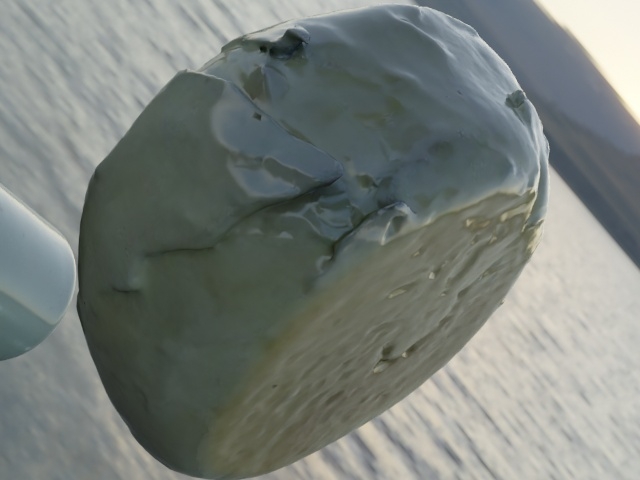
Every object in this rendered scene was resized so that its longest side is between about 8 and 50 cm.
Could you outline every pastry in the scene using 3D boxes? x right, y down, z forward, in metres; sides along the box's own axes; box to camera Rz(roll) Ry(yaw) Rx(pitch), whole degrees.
[{"bbox_3d":[0.000,0.001,0.639,0.133,0.265,0.265,56,12,25],"label":"pastry"}]

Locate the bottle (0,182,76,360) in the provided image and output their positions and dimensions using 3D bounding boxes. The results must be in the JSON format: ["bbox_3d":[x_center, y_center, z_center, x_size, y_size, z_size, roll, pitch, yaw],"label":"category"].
[{"bbox_3d":[-0.244,-0.014,0.768,0.104,0.104,0.245,56,3,31],"label":"bottle"}]
